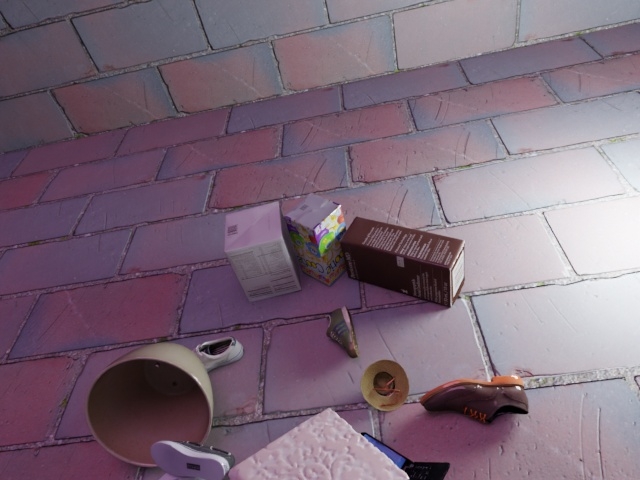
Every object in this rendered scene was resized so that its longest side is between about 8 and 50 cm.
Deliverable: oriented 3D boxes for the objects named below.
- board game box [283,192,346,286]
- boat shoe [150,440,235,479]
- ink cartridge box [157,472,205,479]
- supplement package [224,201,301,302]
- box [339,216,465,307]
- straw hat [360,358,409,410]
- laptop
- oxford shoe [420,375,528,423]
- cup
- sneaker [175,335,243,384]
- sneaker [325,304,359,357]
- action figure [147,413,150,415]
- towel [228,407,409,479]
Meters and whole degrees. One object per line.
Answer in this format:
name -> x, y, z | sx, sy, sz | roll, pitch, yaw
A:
board game box -> 0.000, 0.000, 1.654 | 0.142, 0.275, 0.144 | 25, 56, 36
boat shoe -> -0.324, 0.553, 1.229 | 0.228, 0.080, 0.076 | 0, 3, 20
ink cartridge box -> -0.350, 0.686, 1.166 | 0.223, 0.045, 0.224 | 30, 51, 29
supplement package -> -0.200, 0.043, 1.679 | 0.198, 0.263, 0.199 | -14, 42, 3
box -> 0.268, 0.064, 1.570 | 0.381, 0.191, 0.143 | 15, 51, 30
straw hat -> 0.174, 0.397, 1.334 | 0.144, 0.145, 0.061 | -21, 1, -5
laptop -> 0.134, 0.575, 1.109 | 0.136, 0.264, 0.234 | 41, 61, 2
oxford shoe -> 0.396, 0.417, 1.231 | 0.271, 0.097, 0.098 | -11, 48, 6
cup -> -0.449, 0.423, 1.357 | 0.331, 0.331, 0.237 | -13, 15, 3
sneaker -> -0.378, 0.369, 1.516 | 0.258, 0.091, 0.094 | -24, 43, -8
sneaker -> 0.062, 0.293, 1.491 | 0.086, 0.064, 0.192 | -20, 42, 7
action figure -> -0.552, 0.510, 1.469 | 0.038, 0.030, 0.115 | -27, 38, -20
towel -> -0.013, 0.557, 1.105 | 0.316, 0.053, 0.331 | -24, 23, -26
